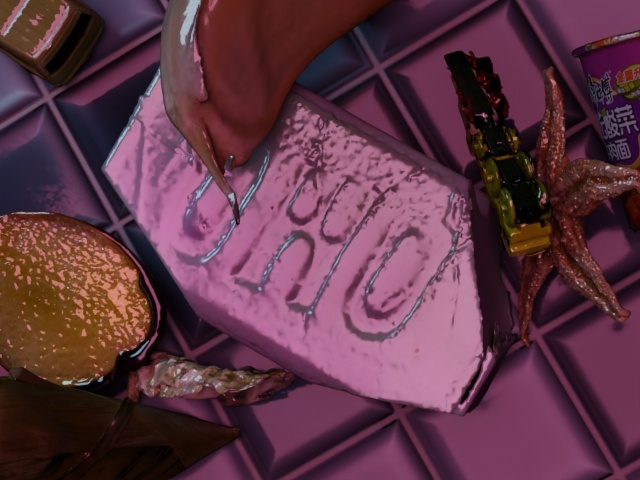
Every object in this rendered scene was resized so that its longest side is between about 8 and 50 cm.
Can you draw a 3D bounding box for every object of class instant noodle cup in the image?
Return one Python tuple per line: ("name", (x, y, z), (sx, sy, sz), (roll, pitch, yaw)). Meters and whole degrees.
("instant noodle cup", (0.384, -0.117, 1.581), (0.251, 0.251, 0.190), (-10, 91, 8))

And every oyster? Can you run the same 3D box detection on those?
("oyster", (-0.123, 0.140, 1.688), (0.200, 0.106, 0.061), (0, 80, 14))

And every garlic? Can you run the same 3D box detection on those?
("garlic", (-0.063, -0.200, 1.564), (0.196, 0.151, 0.338), (34, 64, 3))

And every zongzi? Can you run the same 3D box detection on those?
("zongzi", (-0.236, 0.194, 1.639), (0.274, 0.251, 0.125), (-11, 69, 7))

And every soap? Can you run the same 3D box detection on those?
("soap", (0.000, 0.000, 1.667), (0.446, 0.156, 0.261), (31, 90, 10))

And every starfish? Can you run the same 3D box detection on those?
("starfish", (0.241, -0.010, 1.599), (0.048, 0.231, 0.295), (-1, 112, -25))

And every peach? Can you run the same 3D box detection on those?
("peach", (-0.291, 0.060, 1.753), (0.279, 0.068, 0.189), (27, 94, 12))

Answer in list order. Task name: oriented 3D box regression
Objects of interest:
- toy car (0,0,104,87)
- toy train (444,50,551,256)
("toy car", (-0.366, -0.276, 1.767), (0.257, 0.124, 0.101), (34, 89, 10))
("toy train", (0.176, -0.095, 1.634), (0.053, 0.085, 0.249), (-11, 47, -6))
